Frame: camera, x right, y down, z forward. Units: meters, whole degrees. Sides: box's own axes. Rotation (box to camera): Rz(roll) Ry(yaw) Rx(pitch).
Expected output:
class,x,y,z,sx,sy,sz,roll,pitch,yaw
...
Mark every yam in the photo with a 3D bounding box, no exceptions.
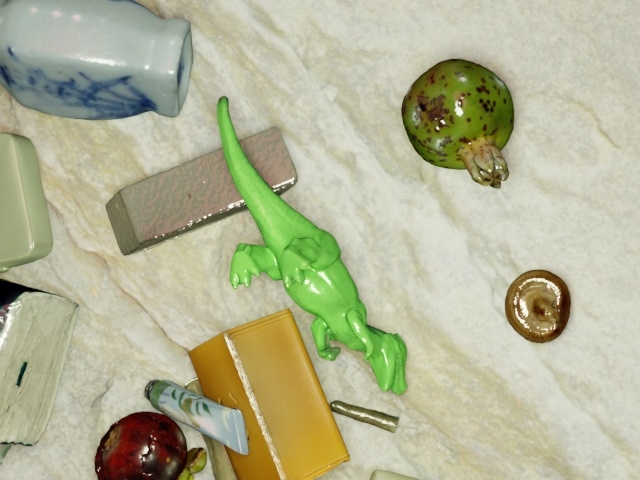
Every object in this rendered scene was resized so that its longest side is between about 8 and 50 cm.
class,x,y,z,sx,sy,sz,roll,pitch,yaw
yam,0.073,0.302,1.908,0.129,0.027,0.033,19,118,3

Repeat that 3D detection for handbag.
class,x,y,z,sx,sy,sz,roll,pitch,yaw
handbag,-0.605,-0.061,1.965,0.219,0.079,0.256,-13,84,17

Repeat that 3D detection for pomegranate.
class,x,y,z,sx,sy,sz,roll,pitch,yaw
pomegranate,0.244,-0.193,1.846,0.202,0.202,0.248,-25,55,1

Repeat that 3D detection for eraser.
class,x,y,z,sx,sy,sz,roll,pitch,yaw
eraser,-0.214,-0.083,1.936,0.353,0.077,0.111,-22,81,2

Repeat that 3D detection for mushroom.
class,x,y,z,sx,sy,sz,roll,pitch,yaw
mushroom,0.378,0.114,1.878,0.109,0.085,0.126,18,88,40

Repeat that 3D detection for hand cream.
class,x,y,z,sx,sy,sz,roll,pitch,yaw
hand cream,-0.209,0.286,1.843,0.256,0.055,0.088,14,118,43

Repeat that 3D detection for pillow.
class,x,y,z,sx,sy,sz,roll,pitch,yaw
pillow,-0.153,0.331,1.917,0.130,0.033,0.217,-23,84,-5

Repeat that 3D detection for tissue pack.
class,x,y,z,sx,sy,sz,roll,pitch,yaw
tissue pack,-0.658,0.164,1.829,0.417,0.253,0.264,15,85,15
tissue pack,-0.085,0.274,1.826,0.145,0.194,0.274,-20,84,-26

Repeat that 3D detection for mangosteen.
class,x,y,z,sx,sy,sz,roll,pitch,yaw
mangosteen,-0.292,0.382,1.868,0.180,0.166,0.166,37,88,-19

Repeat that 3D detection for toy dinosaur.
class,x,y,z,sx,sy,sz,roll,pitch,yaw
toy dinosaur,0.000,0.000,1.850,0.144,0.374,0.500,-29,58,28

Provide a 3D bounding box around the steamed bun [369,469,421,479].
class,x,y,z,sx,sy,sz,roll,pitch,yaw
steamed bun,0.136,0.523,1.823,0.200,0.155,0.250,16,80,2

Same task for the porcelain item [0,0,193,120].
class,x,y,z,sx,sy,sz,roll,pitch,yaw
porcelain item,-0.433,-0.333,1.893,0.405,0.242,0.178,8,62,0

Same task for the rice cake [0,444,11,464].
class,x,y,z,sx,sy,sz,roll,pitch,yaw
rice cake,-0.611,0.358,1.941,0.127,0.043,0.237,29,88,5
